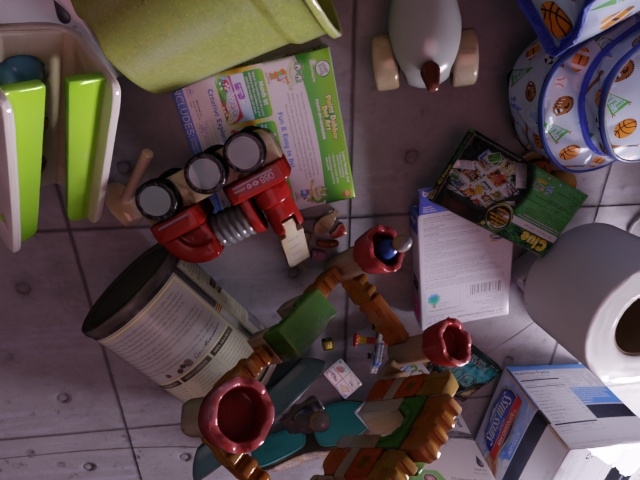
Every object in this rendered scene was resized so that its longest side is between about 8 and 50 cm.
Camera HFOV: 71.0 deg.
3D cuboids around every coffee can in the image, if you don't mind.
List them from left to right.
[{"bbox_3d":[-0.236,0.162,0.797,0.201,0.201,0.275,-36,115,11],"label":"coffee can"}]

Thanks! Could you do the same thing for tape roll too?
[{"bbox_3d":[0.528,0.108,0.817,0.246,0.169,0.246,-5,114,-10],"label":"tape roll"}]

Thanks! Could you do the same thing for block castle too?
[{"bbox_3d":[0.050,0.209,0.691,0.303,0.453,0.213,53,139,-7],"label":"block castle"}]

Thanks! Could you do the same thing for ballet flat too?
[{"bbox_3d":[-0.007,0.458,1.047,0.316,0.107,0.106,-21,138,9],"label":"ballet flat"}]

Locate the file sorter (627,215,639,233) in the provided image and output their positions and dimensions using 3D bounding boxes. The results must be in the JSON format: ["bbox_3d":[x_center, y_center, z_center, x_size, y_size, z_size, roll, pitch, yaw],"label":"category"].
[{"bbox_3d":[0.749,0.019,0.809,0.173,0.278,0.193,40,106,-18],"label":"file sorter"}]

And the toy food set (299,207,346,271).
[{"bbox_3d":[0.000,0.000,0.849,0.122,0.019,0.078,-38,115,4],"label":"toy food set"}]

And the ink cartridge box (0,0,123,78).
[{"bbox_3d":[-0.409,-0.313,0.583,0.197,0.114,0.273,-22,117,4],"label":"ink cartridge box"}]

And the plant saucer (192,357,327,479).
[{"bbox_3d":[-0.121,0.326,0.864,0.317,0.317,0.044,-43,82,14],"label":"plant saucer"}]

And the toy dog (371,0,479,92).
[{"bbox_3d":[0.131,-0.331,0.587,0.220,0.161,0.334,-23,123,19],"label":"toy dog"}]

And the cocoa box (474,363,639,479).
[{"bbox_3d":[0.528,0.490,1.037,0.231,0.228,0.347,2,117,-14],"label":"cocoa box"}]

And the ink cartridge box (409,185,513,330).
[{"bbox_3d":[0.271,0.022,0.867,0.185,0.065,0.311,-10,119,-2],"label":"ink cartridge box"}]

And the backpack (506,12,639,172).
[{"bbox_3d":[0.437,-0.231,0.684,0.263,0.213,0.276,-27,118,13],"label":"backpack"}]

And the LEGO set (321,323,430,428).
[{"bbox_3d":[0.115,0.272,0.941,0.182,0.060,0.244,-39,98,-6],"label":"LEGO set"}]

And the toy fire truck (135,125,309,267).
[{"bbox_3d":[-0.122,-0.029,0.703,0.217,0.158,0.246,-27,106,6],"label":"toy fire truck"}]

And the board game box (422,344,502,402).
[{"bbox_3d":[0.310,0.287,1.027,0.186,0.026,0.126,37,106,-22],"label":"board game box"}]

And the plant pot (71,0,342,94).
[{"bbox_3d":[-0.147,-0.320,0.553,0.254,0.276,0.276,-24,118,19],"label":"plant pot"}]

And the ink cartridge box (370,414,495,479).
[{"bbox_3d":[0.236,0.476,0.976,0.198,0.273,0.115,10,113,-12],"label":"ink cartridge box"}]

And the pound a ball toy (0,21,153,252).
[{"bbox_3d":[-0.341,-0.124,0.604,0.136,0.208,0.319,50,137,10],"label":"pound a ball toy"}]

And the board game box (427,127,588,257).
[{"bbox_3d":[0.326,-0.076,0.779,0.259,0.030,0.136,24,106,-18],"label":"board game box"}]

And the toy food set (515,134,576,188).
[{"bbox_3d":[0.410,-0.110,0.830,0.132,0.038,0.192,-6,117,-4],"label":"toy food set"}]

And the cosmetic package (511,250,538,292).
[{"bbox_3d":[0.494,0.114,0.942,0.099,0.060,0.239,-40,115,8],"label":"cosmetic package"}]

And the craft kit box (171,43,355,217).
[{"bbox_3d":[-0.084,-0.163,0.735,0.246,0.061,0.250,-11,118,2],"label":"craft kit box"}]

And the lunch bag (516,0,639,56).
[{"bbox_3d":[0.345,-0.478,0.515,0.328,0.239,0.385,-28,84,6],"label":"lunch bag"}]
